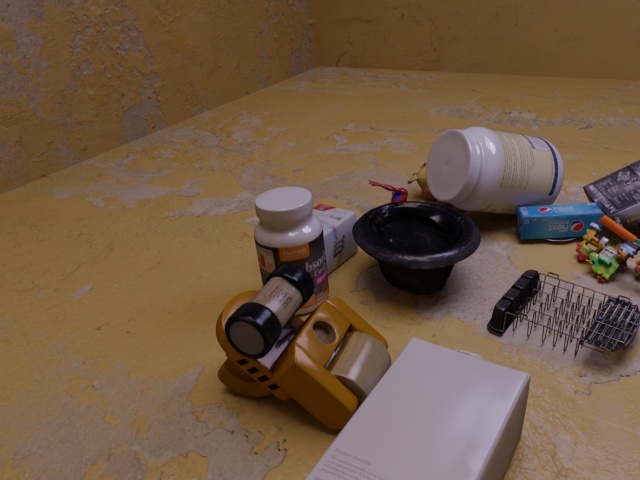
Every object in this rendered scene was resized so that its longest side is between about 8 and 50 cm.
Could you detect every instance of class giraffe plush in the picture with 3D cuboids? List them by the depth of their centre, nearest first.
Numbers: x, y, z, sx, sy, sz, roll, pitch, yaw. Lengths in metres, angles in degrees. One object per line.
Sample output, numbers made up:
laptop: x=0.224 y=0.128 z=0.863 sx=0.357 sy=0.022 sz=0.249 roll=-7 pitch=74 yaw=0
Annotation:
giraffe plush: x=0.375 y=-0.194 z=1.785 sx=0.181 sy=0.210 sz=0.170 roll=11 pitch=-12 yaw=-37

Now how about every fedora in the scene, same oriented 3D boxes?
fedora: x=0.236 y=0.028 z=1.398 sx=0.334 sy=0.152 sz=0.334 roll=-5 pitch=29 yaw=3

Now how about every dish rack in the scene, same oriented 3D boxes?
dish rack: x=0.522 y=0.159 z=1.196 sx=0.272 sy=0.074 sz=0.208 roll=20 pitch=39 yaw=36

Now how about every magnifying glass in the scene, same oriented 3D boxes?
magnifying glass: x=0.767 y=0.016 z=1.330 sx=0.231 sy=0.026 sz=0.092 roll=37 pitch=19 yaw=11

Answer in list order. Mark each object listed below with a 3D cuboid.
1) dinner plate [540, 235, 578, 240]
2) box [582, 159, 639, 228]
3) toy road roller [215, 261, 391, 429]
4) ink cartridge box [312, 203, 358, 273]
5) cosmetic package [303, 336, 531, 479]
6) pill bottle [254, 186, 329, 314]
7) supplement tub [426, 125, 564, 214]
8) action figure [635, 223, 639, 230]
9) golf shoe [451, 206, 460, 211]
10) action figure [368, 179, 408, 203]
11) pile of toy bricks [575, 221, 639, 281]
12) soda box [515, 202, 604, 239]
dinner plate: x=0.652 y=-0.028 z=1.565 sx=0.141 sy=0.017 sz=0.141 roll=-5 pitch=28 yaw=2
box: x=0.840 y=-0.127 z=1.516 sx=0.183 sy=0.056 sz=0.231 roll=-27 pitch=20 yaw=18
toy road roller: x=-0.054 y=0.228 z=1.099 sx=0.329 sy=0.240 sz=0.202 roll=39 pitch=38 yaw=1
ink cartridge box: x=0.000 y=0.000 z=1.521 sx=0.128 sy=0.127 sz=0.176 roll=17 pitch=36 yaw=34
cosmetic package: x=0.155 y=0.336 z=0.856 sx=0.217 sy=0.156 sz=0.385 roll=15 pitch=34 yaw=33
pill bottle: x=-0.070 y=0.024 z=1.333 sx=0.162 sy=0.278 sz=0.162 roll=-5 pitch=29 yaw=3
supplement tub: x=0.490 y=-0.194 z=1.590 sx=0.325 sy=0.235 sz=0.235 roll=4 pitch=23 yaw=-25
action figure: x=0.939 y=-0.072 z=1.511 sx=0.185 sy=0.099 sz=0.285 roll=8 pitch=34 yaw=14
golf shoe: x=0.356 y=-0.053 z=1.619 sx=0.086 sy=0.069 sz=0.176 roll=2 pitch=28 yaw=27
action figure: x=0.199 y=-0.095 z=1.689 sx=0.139 sy=0.091 sz=0.280 roll=10 pitch=30 yaw=4
pile of toy bricks: x=0.698 y=0.052 z=1.346 sx=0.105 sy=0.118 sz=0.212 roll=-49 pitch=48 yaw=3
soda box: x=0.643 y=-0.053 z=1.519 sx=0.210 sy=0.071 sz=0.067 roll=-3 pitch=29 yaw=7
